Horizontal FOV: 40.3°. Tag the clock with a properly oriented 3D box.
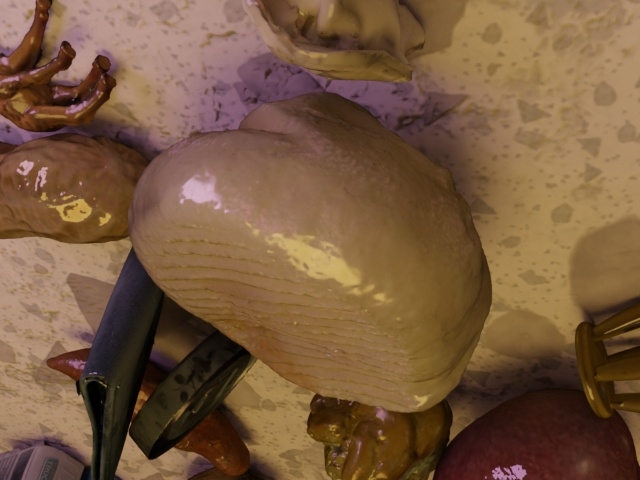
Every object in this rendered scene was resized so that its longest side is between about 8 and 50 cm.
[{"bbox_3d":[-0.155,0.187,1.114,0.042,0.215,0.215,42,139,11],"label":"clock"}]

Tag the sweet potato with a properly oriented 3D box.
[{"bbox_3d":[-0.228,0.246,1.283,0.354,0.095,0.106,36,130,-23],"label":"sweet potato"}]

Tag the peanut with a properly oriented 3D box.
[{"bbox_3d":[-0.324,-0.059,0.960,0.298,0.120,0.136,1,154,18],"label":"peanut"}]

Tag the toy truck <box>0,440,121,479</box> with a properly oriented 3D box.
[{"bbox_3d":[-0.437,0.512,1.603,0.175,0.146,0.367,-26,127,28],"label":"toy truck"}]

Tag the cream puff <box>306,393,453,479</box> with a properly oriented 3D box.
[{"bbox_3d":[0.070,0.246,1.138,0.194,0.195,0.221,9,149,9],"label":"cream puff"}]

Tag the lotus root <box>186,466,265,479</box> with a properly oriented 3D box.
[{"bbox_3d":[-0.185,0.466,1.474,0.154,0.154,0.278,37,139,-22],"label":"lotus root"}]

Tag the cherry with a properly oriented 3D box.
[{"bbox_3d":[0.272,0.306,1.078,0.307,0.221,0.261,-22,140,11],"label":"cherry"}]

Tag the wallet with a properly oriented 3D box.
[{"bbox_3d":[-0.234,0.136,1.053,0.054,0.251,0.290,16,137,-5],"label":"wallet"}]

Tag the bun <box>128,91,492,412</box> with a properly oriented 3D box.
[{"bbox_3d":[0.000,0.000,0.855,0.365,0.219,0.365,21,152,12],"label":"bun"}]

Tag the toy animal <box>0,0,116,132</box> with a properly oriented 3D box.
[{"bbox_3d":[-0.340,-0.173,0.900,0.275,0.054,0.149,0,133,19],"label":"toy animal"}]

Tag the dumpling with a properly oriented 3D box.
[{"bbox_3d":[0.005,-0.189,0.715,0.199,0.136,0.118,20,132,-19],"label":"dumpling"}]

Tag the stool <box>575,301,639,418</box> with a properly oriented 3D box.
[{"bbox_3d":[0.352,0.135,0.968,0.110,0.135,0.134,-15,174,26],"label":"stool"}]
